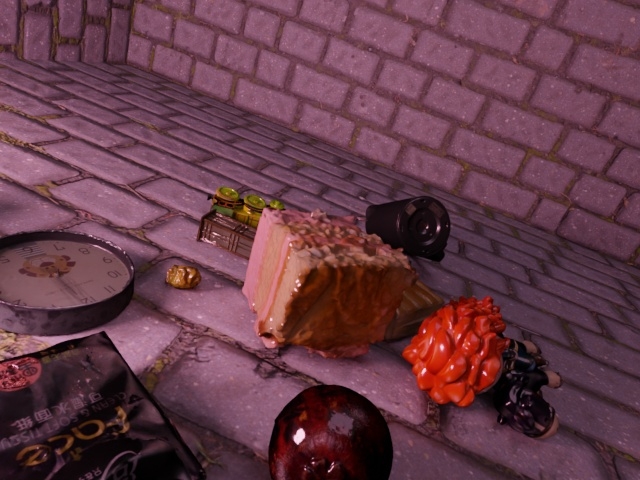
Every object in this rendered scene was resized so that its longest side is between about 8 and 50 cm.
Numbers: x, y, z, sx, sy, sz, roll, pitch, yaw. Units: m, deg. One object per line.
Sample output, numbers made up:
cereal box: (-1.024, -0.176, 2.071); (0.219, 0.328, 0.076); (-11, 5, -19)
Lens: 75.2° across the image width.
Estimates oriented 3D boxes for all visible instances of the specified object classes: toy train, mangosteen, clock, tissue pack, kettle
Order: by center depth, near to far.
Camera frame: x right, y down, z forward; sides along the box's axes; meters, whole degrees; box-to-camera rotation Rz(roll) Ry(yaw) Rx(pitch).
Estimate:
tissue pack: (-0.338, 0.276, 0.563); (0.332, 0.123, 0.244); (37, 32, 31)
mangosteen: (0.016, 0.325, 0.651); (0.209, 0.210, 0.210); (17, 25, -8)
clock: (-0.558, 0.074, 0.878); (0.312, 0.062, 0.313); (16, 24, -8)
toy train: (-0.238, -0.088, 1.411); (0.296, 0.101, 0.161); (13, 33, -18)
kettle: (0.330, -0.047, 1.531); (0.262, 0.203, 0.308); (12, -1, -17)

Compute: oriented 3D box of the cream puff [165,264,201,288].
cream puff: (-0.337, 0.092, 1.021); (0.083, 0.083, 0.058); (22, 63, -24)

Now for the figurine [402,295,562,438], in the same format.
figurine: (0.404, 0.301, 1.003); (0.411, 0.241, 0.306); (35, 47, -10)

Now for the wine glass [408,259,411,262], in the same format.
wine glass: (0.225, 0.056, 1.489); (0.195, 0.079, 0.079); (31, 27, 25)

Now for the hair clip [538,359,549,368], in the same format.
hair clip: (0.587, 0.335, 1.236); (0.172, 0.049, 0.116); (11, 31, -26)

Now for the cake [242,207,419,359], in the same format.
cake: (-0.006, 0.098, 0.989); (0.314, 0.293, 0.307); (9, 21, -32)

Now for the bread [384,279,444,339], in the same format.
bread: (0.196, 0.161, 1.214); (0.239, 0.111, 0.246); (-4, 34, -44)

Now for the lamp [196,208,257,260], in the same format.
lamp: (-0.202, 0.014, 1.240); (0.325, 0.090, 0.089); (23, 25, 7)
